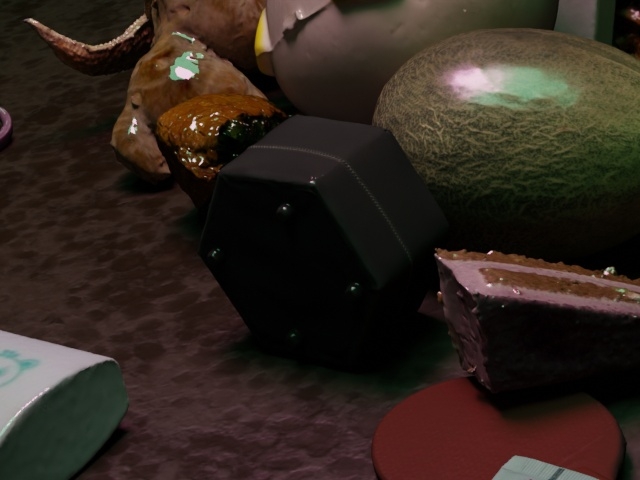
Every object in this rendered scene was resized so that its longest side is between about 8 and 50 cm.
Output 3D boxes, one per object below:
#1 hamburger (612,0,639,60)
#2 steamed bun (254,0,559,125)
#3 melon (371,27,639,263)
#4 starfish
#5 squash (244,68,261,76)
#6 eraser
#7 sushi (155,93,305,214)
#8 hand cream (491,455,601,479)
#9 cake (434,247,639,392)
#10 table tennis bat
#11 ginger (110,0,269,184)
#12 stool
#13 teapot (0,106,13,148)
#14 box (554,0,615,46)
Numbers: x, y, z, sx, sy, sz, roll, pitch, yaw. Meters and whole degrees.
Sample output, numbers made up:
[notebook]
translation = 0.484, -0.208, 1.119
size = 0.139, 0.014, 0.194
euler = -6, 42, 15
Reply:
[hamburger]
translation = 0.473, -0.339, 1.963
size = 0.245, 0.211, 0.260
euler = -21, 32, -6
[steamed bun]
translation = 0.102, -0.272, 1.768
size = 0.334, 0.334, 0.374
euler = -31, 0, -34
[melon]
translation = 0.208, -0.095, 1.537
size = 0.329, 0.248, 0.248
euler = 0, 28, 16
[starfish]
translation = -0.253, -0.365, 2.150
size = 0.132, 0.383, 0.398
euler = 26, 34, 13
[squash]
translation = 0.039, -0.405, 2.198
size = 0.384, 0.263, 0.263
euler = -14, 26, -6
[eraser]
translation = -0.348, 0.156, 1.425
size = 0.290, 0.104, 0.189
euler = 9, 29, 35
[sushi]
translation = -0.095, -0.094, 1.787
size = 0.140, 0.149, 0.287
euler = 23, 13, 24
[hand cream]
translation = 0.084, 0.257, 1.070
size = 0.085, 0.058, 0.331
euler = 9, 39, 41
[cake]
translation = 0.243, 0.079, 1.340
size = 0.295, 0.112, 0.116
euler = 3, 20, -14
[table tennis bat]
translation = 0.169, 0.181, 1.232
size = 0.200, 0.038, 0.310
euler = -27, 30, -28
[ginger]
translation = -0.139, -0.236, 1.951
size = 0.256, 0.176, 0.375
euler = 26, 72, 0
[stool]
translation = 0.000, 0.000, 1.464
size = 0.232, 0.232, 0.141
euler = 11, 34, 37
[teapot]
translation = -0.526, -0.163, 2.150
size = 0.116, 0.148, 0.146
euler = -36, 17, 45
[box]
translation = 0.205, -0.366, 1.960
size = 0.367, 0.373, 0.090
euler = 6, 2, 31
